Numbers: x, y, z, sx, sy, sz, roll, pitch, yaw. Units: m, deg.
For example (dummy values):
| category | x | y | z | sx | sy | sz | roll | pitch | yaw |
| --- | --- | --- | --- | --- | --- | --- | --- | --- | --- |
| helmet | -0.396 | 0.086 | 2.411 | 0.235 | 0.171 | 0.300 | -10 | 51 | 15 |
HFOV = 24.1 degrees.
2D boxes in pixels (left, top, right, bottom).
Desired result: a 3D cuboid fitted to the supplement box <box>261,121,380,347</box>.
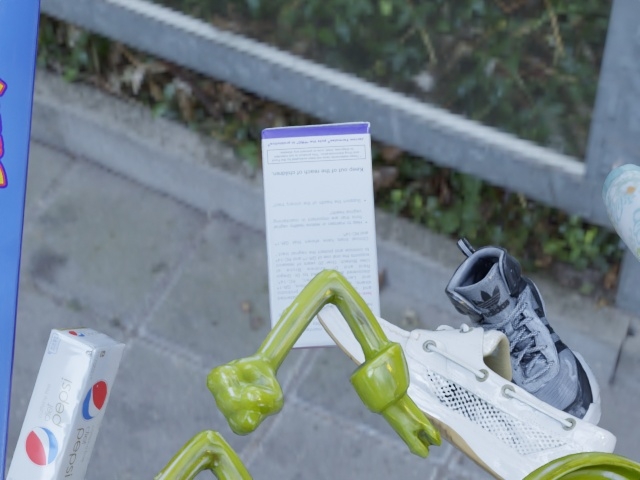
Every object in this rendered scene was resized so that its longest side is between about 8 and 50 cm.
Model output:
| category | x | y | z | sx | sy | sz | roll | pitch | yaw |
| --- | --- | --- | --- | --- | --- | --- | --- | --- | --- |
| supplement box | 0.000 | 0.000 | 1.518 | 0.114 | 0.111 | 0.220 | -4 | 84 | -3 |

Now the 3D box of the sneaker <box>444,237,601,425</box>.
| category | x | y | z | sx | sy | sz | roll | pitch | yaw |
| --- | --- | --- | --- | --- | --- | --- | --- | --- | --- |
| sneaker | 0.221 | 0.108 | 1.712 | 0.101 | 0.153 | 0.268 | -35 | 42 | 10 |

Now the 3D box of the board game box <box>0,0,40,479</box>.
| category | x | y | z | sx | sy | sz | roll | pitch | yaw |
| --- | --- | --- | --- | --- | --- | --- | --- | --- | --- |
| board game box | -0.260 | -0.027 | 0.699 | 0.233 | 0.078 | 0.347 | 14 | 68 | -34 |

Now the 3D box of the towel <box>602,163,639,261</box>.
| category | x | y | z | sx | sy | sz | roll | pitch | yaw |
| --- | --- | --- | --- | --- | --- | --- | --- | --- | --- |
| towel | 0.492 | 0.092 | 1.743 | 0.090 | 0.374 | 0.320 | -43 | 19 | 9 |

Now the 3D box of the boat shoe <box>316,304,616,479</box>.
| category | x | y | z | sx | sy | sz | roll | pitch | yaw |
| --- | --- | --- | --- | --- | --- | --- | --- | --- | --- |
| boat shoe | 0.117 | 0.113 | 1.194 | 0.277 | 0.098 | 0.096 | 36 | 86 | 31 |

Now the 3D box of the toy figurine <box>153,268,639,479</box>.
| category | x | y | z | sx | sy | sz | roll | pitch | yaw |
| --- | --- | --- | --- | --- | --- | --- | --- | --- | --- |
| toy figurine | -0.049 | 0.212 | 0.418 | 0.191 | 0.217 | 0.362 | 35 | 52 | 1 |

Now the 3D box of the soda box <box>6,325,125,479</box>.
| category | x | y | z | sx | sy | sz | roll | pitch | yaw |
| --- | --- | --- | --- | --- | --- | --- | --- | --- | --- |
| soda box | -0.313 | 0.216 | 1.831 | 0.069 | 0.074 | 0.216 | 22 | 98 | 21 |
